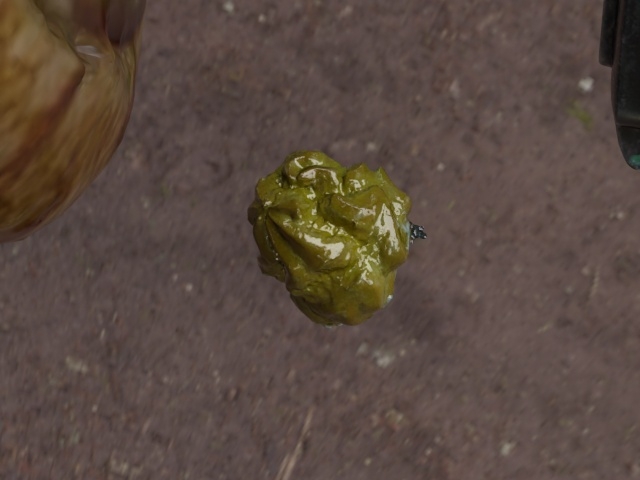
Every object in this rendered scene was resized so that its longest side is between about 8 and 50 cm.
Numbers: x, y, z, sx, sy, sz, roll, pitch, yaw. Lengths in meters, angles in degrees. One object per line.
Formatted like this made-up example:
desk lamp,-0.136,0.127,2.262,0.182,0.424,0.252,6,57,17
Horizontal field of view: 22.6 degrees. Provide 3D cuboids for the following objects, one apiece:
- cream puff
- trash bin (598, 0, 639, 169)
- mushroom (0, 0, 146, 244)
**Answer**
cream puff,-0.001,-0.001,1.393,0.156,0.156,0.121,19,46,-5
trash bin,0.425,-0.197,1.275,0.381,0.295,0.259,11,42,16
mushroom,-0.118,-0.128,0.409,0.254,0.267,0.267,-7,63,-11
